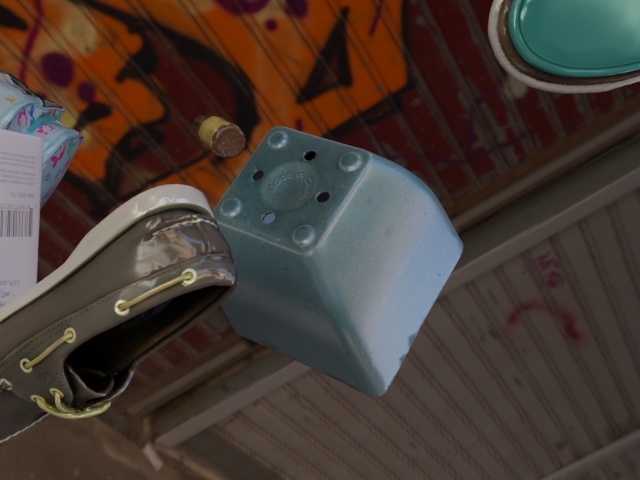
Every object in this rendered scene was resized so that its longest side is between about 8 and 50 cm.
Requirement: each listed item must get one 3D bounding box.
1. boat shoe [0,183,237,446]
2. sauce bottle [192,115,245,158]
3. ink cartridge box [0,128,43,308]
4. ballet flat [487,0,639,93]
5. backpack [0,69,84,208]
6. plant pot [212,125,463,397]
[{"bbox_3d":[-0.191,0.084,0.610,0.109,0.305,0.091,24,29,-58],"label":"boat shoe"},{"bbox_3d":[-0.127,-0.130,0.929,0.042,0.042,0.128,53,-7,-30],"label":"sauce bottle"},{"bbox_3d":[-0.363,0.032,0.699,0.207,0.117,0.283,-1,93,-77],"label":"ink cartridge box"},{"bbox_3d":[0.300,-0.236,0.647,0.139,0.400,0.139,58,-7,11],"label":"ballet flat"},{"bbox_3d":[-0.474,-0.126,1.105,0.191,0.225,0.253,33,2,-2],"label":"backpack"},{"bbox_3d":[0.000,0.000,0.956,0.247,0.247,0.252,20,-23,30],"label":"plant pot"}]
